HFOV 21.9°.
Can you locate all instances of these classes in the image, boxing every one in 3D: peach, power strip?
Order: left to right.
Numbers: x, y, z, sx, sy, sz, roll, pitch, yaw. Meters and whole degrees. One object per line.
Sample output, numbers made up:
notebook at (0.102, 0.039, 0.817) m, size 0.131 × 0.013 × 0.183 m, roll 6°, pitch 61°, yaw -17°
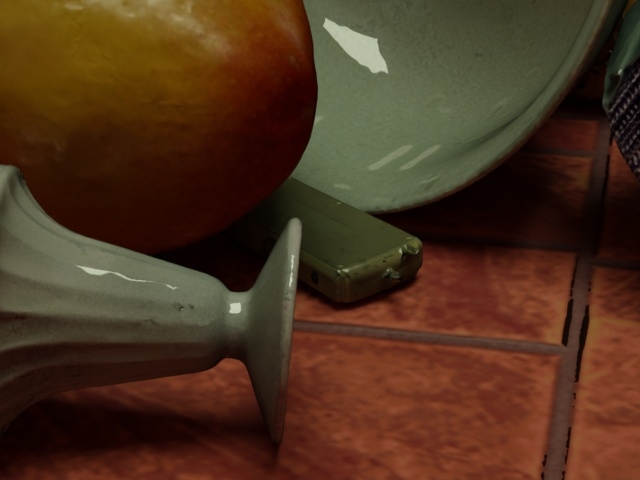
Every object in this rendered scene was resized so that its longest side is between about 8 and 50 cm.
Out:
peach at (-0.146, -0.118, 1.106) m, size 0.289 × 0.289 × 0.308 m, roll -28°, pitch 69°, yaw -40°
power strip at (0.000, 0.000, 1.125) m, size 0.076 × 0.028 × 0.169 m, roll -20°, pitch 31°, yaw -32°

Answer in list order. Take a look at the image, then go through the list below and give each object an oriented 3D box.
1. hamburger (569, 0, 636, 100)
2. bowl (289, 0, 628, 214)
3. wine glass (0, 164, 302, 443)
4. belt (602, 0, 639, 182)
hamburger at (0.211, -0.213, 1.344) m, size 0.182 × 0.191 × 0.118 m, roll 23°, pitch 38°, yaw 28°
bowl at (0.091, -0.235, 1.225) m, size 0.435 × 0.435 × 0.196 m, roll 23°, pitch 16°, yaw 38°
wine glass at (-0.112, 0.045, 0.921) m, size 0.196 × 0.165 × 0.165 m, roll 7°, pitch 28°, yaw 0°
belt at (0.322, -0.086, 1.100) m, size 0.260 × 0.122 × 0.325 m, roll 43°, pitch 39°, yaw 17°
